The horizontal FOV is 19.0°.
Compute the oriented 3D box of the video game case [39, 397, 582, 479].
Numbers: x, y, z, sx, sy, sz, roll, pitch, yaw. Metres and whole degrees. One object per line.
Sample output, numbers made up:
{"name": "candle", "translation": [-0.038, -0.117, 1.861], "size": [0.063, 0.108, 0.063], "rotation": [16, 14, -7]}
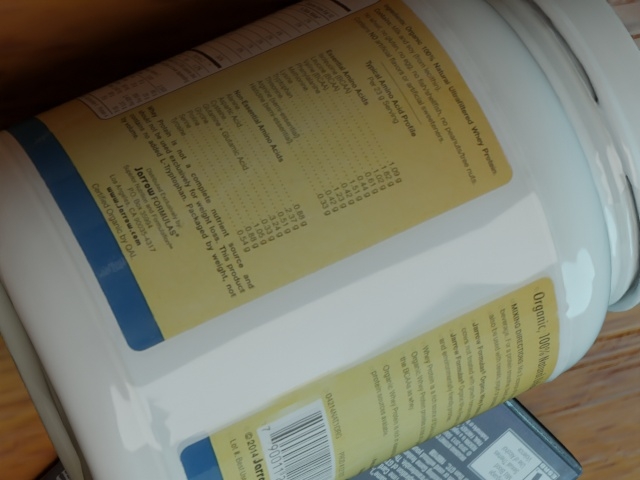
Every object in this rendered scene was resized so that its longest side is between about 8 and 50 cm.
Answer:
{"name": "video game case", "translation": [-0.043, 0.137, 0.760], "size": [0.274, 0.026, 0.196], "rotation": [-42, 133, 4]}

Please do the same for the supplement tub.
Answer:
{"name": "supplement tub", "translation": [0.000, 0.000, 0.602], "size": [0.200, 0.144, 0.144], "rotation": [-25, 132, -13]}
